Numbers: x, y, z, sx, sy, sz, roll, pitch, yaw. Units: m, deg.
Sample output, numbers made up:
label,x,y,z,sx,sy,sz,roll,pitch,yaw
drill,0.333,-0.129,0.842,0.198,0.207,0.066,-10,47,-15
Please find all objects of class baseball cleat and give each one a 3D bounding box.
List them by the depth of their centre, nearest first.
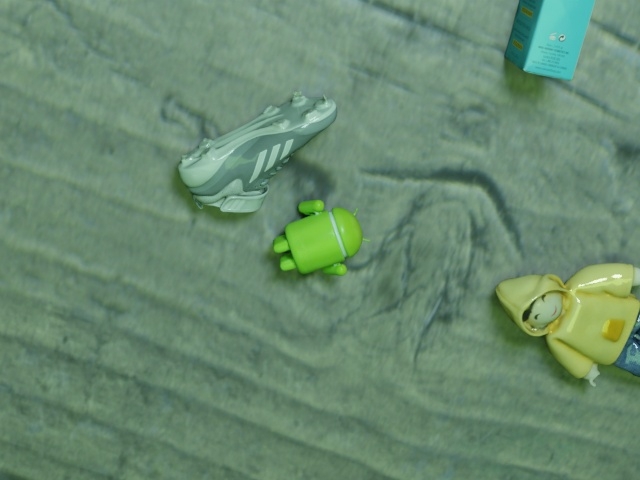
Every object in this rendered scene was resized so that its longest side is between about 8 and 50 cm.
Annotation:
label,x,y,z,sx,sy,sz,roll,pitch,yaw
baseball cleat,-0.065,-0.101,1.293,0.206,0.072,0.109,-20,124,8

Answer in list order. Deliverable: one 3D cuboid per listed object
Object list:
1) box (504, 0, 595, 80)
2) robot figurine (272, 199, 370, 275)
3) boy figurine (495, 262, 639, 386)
label,x,y,z,sx,sy,sz,roll,pitch,yaw
box,0.278,-0.313,1.215,0.060,0.100,0.244,10,109,-8
robot figurine,0.000,0.000,1.326,0.115,0.067,0.101,-20,102,3
boy figurine,0.364,0.102,1.383,0.285,0.092,0.177,22,110,-16
